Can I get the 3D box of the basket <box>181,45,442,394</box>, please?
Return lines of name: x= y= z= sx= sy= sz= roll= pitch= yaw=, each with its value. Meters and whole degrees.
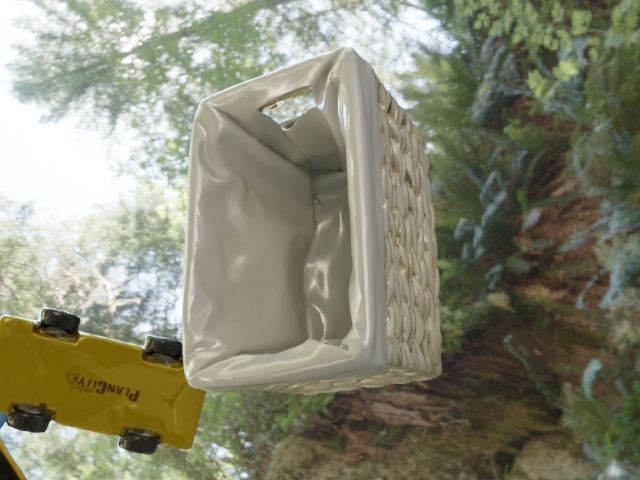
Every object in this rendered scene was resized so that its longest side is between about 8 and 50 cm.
basket: x=0.000 y=0.000 z=0.427 sx=0.103 sy=0.113 sz=0.167 roll=26 pitch=-123 yaw=-53

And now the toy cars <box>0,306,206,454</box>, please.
toy cars: x=-0.287 y=0.169 z=0.650 sx=0.394 sy=0.087 sz=0.176 roll=-26 pitch=-85 yaw=-22

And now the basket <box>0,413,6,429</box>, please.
basket: x=-0.506 y=0.242 z=0.924 sx=0.289 sy=0.255 sz=0.201 roll=-21 pitch=-78 yaw=2

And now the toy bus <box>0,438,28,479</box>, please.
toy bus: x=-0.244 y=0.181 z=0.297 sx=0.108 sy=0.333 sz=0.130 roll=55 pitch=-163 yaw=2
